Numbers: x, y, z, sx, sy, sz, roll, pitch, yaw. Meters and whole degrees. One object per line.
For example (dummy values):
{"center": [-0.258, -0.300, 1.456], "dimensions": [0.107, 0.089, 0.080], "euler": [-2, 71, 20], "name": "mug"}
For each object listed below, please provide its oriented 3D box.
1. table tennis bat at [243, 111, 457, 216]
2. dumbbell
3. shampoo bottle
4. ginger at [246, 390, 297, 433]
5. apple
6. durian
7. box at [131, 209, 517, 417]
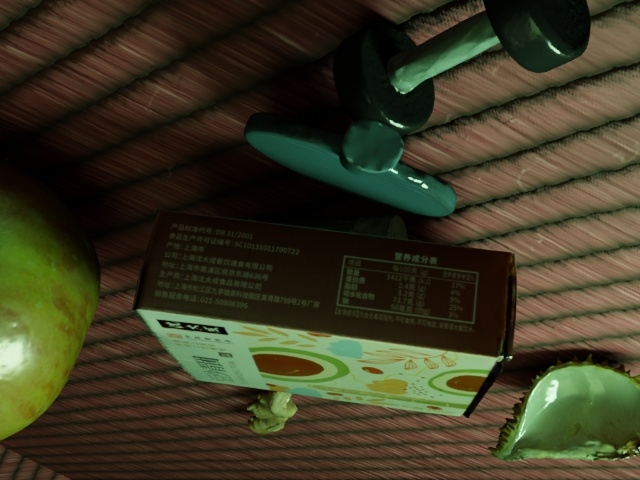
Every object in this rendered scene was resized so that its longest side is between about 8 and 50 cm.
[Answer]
{"center": [0.030, -0.069, 0.735], "dimensions": [0.215, 0.044, 0.329], "euler": [22, 179, -2], "name": "table tennis bat"}
{"center": [0.108, -0.156, 0.644], "dimensions": [0.191, 0.100, 0.100], "euler": [-20, 133, 43], "name": "dumbbell"}
{"center": [0.000, 0.000, 0.974], "dimensions": [0.205, 0.065, 0.065], "euler": [-2, 144, 27], "name": "shampoo bottle"}
{"center": [-0.089, 0.304, 1.480], "dimensions": [0.089, 0.075, 0.288], "euler": [21, 152, 1], "name": "ginger"}
{"center": [-0.476, 0.077, 1.006], "dimensions": [0.401, 0.400, 0.333], "euler": [11, 151, 8], "name": "apple"}
{"center": [0.360, 0.246, 1.116], "dimensions": [0.252, 0.139, 0.144], "euler": [-3, 148, 27], "name": "durian"}
{"center": [0.013, 0.104, 0.973], "dimensions": [0.386, 0.122, 0.344], "euler": [7, 158, 6], "name": "box"}
